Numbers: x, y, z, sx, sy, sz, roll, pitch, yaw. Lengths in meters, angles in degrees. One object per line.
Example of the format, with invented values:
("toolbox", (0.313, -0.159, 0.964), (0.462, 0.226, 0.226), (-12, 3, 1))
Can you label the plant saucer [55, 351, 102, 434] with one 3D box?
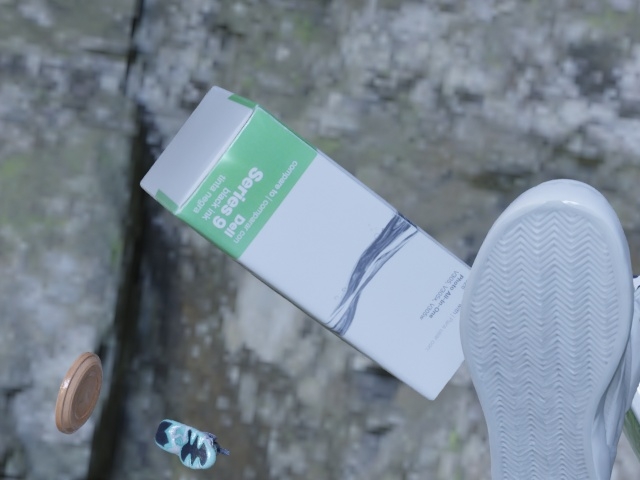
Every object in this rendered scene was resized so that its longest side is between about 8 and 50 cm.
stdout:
("plant saucer", (-0.235, 0.151, 1.684), (0.013, 0.083, 0.083), (16, 6, 17))

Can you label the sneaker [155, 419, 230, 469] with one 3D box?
("sneaker", (-0.116, 0.210, 1.728), (0.069, 0.038, 0.098), (23, 2, -37))

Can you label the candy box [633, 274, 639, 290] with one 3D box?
("candy box", (0.284, 0.096, 1.822), (0.196, 0.070, 0.165), (2, -24, 37))

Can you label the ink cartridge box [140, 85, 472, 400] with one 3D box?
("ink cartridge box", (0.000, 0.000, 1.528), (0.289, 0.121, 0.211), (37, -2, -16))

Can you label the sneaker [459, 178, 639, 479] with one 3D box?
("sneaker", (0.164, 0.043, 1.135), (0.108, 0.292, 0.169), (10, 43, 15))

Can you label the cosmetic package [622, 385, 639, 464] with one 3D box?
("cosmetic package", (0.407, 0.247, 1.572), (0.155, 0.365, 0.197), (-24, -26, 1))
